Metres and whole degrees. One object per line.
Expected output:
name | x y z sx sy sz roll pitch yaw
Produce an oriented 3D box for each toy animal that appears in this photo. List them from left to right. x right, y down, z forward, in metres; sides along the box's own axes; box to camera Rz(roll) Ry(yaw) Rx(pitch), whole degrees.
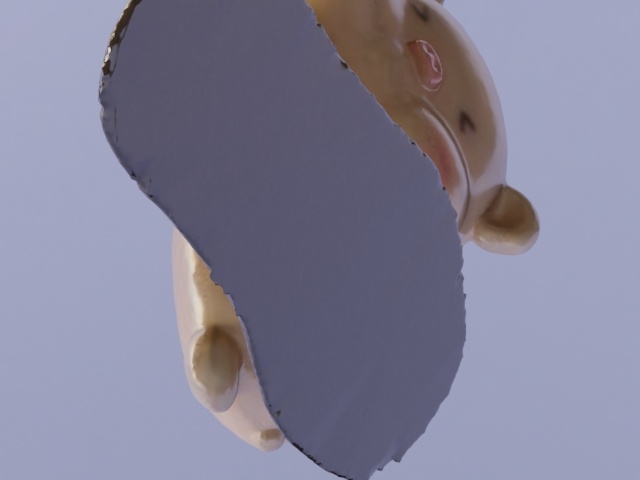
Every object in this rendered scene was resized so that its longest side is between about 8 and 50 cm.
toy animal | 0.016 -0.042 1.261 0.246 0.277 0.345 -6 -105 7

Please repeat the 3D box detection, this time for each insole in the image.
insole | 0.000 0.000 0.679 0.007 0.328 0.111 29 -105 30
